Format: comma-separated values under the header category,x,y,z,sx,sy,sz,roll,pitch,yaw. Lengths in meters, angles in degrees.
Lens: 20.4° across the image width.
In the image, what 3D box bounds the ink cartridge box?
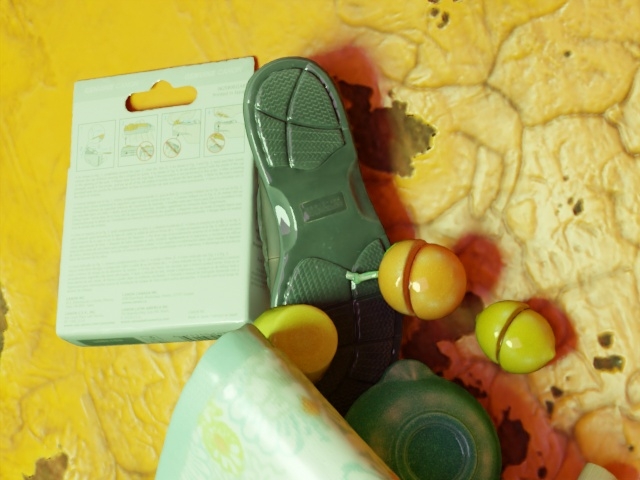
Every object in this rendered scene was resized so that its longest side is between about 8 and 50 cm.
category,x,y,z,sx,sy,sz,roll,pitch,yaw
ink cartridge box,-0.129,-0.029,1.534,0.189,0.066,0.232,-5,71,25

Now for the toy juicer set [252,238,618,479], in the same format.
category,x,y,z,sx,sy,sz,roll,pitch,yaw
toy juicer set,0.109,0.150,1.392,0.209,0.089,0.329,-34,88,-16

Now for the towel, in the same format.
category,x,y,z,sx,sy,sz,roll,pitch,yaw
towel,0.001,0.273,1.367,0.320,0.090,0.374,43,147,18

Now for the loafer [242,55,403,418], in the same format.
category,x,y,z,sx,sy,sz,roll,pitch,yaw
loafer,0.000,0.000,1.458,0.109,0.095,0.302,-11,94,-5
